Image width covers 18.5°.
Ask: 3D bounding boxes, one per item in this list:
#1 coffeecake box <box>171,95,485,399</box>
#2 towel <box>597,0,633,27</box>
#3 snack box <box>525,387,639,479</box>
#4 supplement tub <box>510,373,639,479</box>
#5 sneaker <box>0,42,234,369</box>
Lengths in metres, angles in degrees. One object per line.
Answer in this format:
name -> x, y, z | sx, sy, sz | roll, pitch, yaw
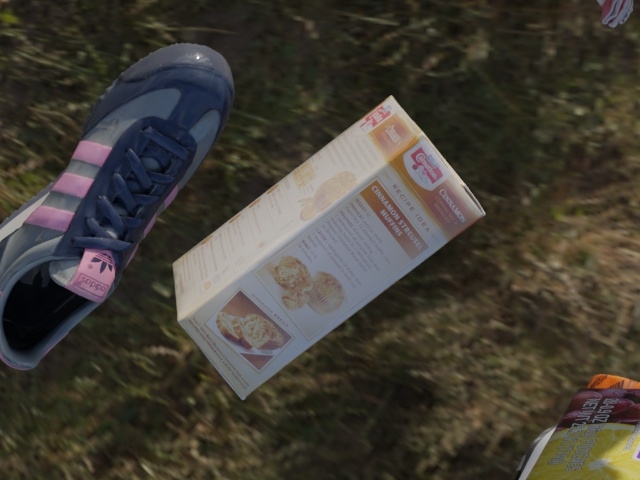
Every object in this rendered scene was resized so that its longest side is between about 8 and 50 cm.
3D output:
coffeecake box -> 0.000, 0.000, 1.232 | 0.185, 0.142, 0.068 | -38, 104, 4
towel -> 0.220, -0.292, 1.670 | 0.029, 0.144, 0.197 | -22, 70, -2
snack box -> 0.164, 0.107, 0.617 | 0.207, 0.174, 0.070 | 0, 109, 20
supplement tub -> 0.121, 0.163, 0.873 | 0.117, 0.117, 0.190 | 31, 79, -21
sneaker -> -0.172, -0.018, 1.629 | 0.112, 0.131, 0.319 | 26, 117, -30
